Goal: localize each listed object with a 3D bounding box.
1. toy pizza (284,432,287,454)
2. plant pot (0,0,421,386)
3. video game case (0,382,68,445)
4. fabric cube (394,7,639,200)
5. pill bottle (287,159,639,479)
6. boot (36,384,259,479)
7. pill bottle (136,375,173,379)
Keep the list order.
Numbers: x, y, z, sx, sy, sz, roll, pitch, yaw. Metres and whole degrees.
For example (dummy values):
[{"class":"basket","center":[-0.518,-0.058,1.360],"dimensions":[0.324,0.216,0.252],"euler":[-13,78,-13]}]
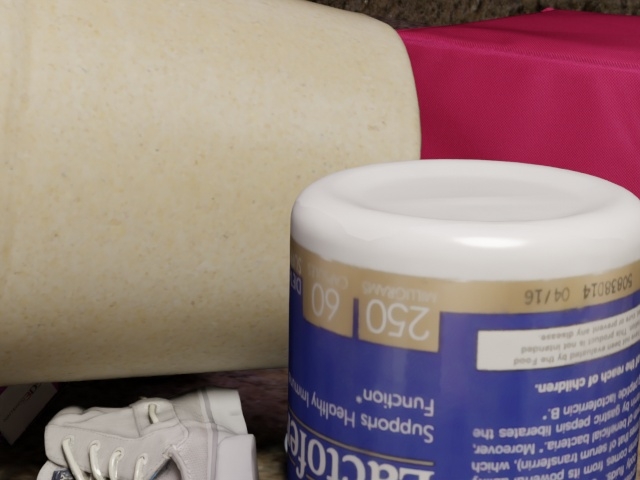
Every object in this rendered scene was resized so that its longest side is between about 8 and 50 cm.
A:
[{"class":"toy pizza","center":[0.077,0.140,1.070],"dimensions":[0.201,0.032,0.201],"euler":[3,15,-1]},{"class":"plant pot","center":[-0.115,-0.043,1.025],"dimensions":[0.305,0.334,0.334],"euler":[6,13,-16]},{"class":"video game case","center":[-0.236,0.032,1.222],"dimensions":[0.232,0.042,0.210],"euler":[15,55,40]},{"class":"fabric cube","center":[0.221,-0.046,1.359],"dimensions":[0.258,0.259,0.254],"euler":[14,20,39]},{"class":"pill bottle","center":[0.061,0.106,0.736],"dimensions":[0.153,0.265,0.153],"euler":[1,13,0]},{"class":"boot","center":[-0.097,0.145,0.947],"dimensions":[0.123,0.095,0.258],"euler":[-6,7,-6]},{"class":"pill bottle","center":[-0.131,0.013,1.325],"dimensions":[0.123,0.123,0.219],"euler":[0,27,-5]}]
